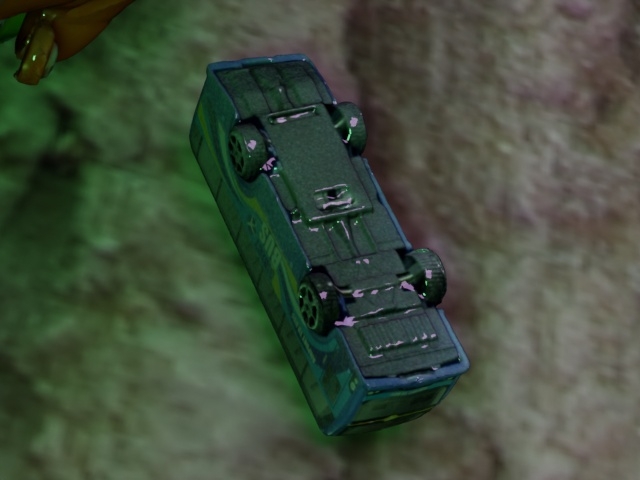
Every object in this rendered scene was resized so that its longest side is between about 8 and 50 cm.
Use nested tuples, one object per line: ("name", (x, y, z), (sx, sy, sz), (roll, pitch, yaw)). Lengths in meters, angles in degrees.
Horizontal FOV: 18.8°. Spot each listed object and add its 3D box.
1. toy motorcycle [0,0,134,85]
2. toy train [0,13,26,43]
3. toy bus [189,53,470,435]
("toy motorcycle", (-0.155, -0.166, 0.646), (0.325, 0.148, 0.221), (18, 26, -15))
("toy train", (-0.180, -0.151, 0.749), (0.202, 0.060, 0.081), (46, 45, 15))
("toy bus", (0.000, 0.000, 0.700), (0.051, 0.061, 0.153), (-11, 58, -25))
